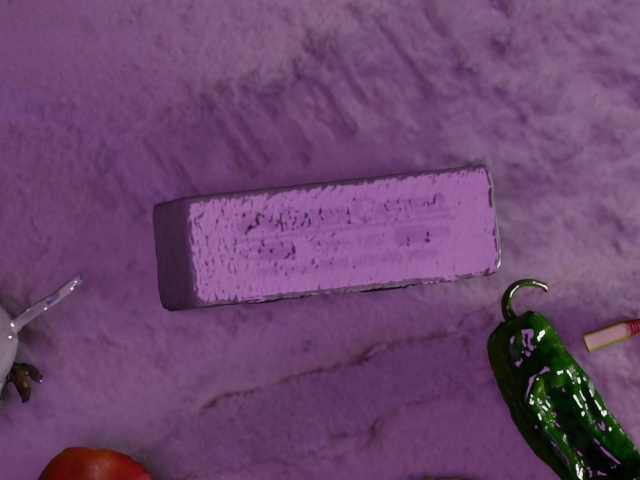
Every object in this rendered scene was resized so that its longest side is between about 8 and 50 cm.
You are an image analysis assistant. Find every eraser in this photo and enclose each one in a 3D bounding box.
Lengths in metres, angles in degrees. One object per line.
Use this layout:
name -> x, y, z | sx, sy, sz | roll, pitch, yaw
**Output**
eraser -> 0.000, 0.000, 1.684 | 0.352, 0.077, 0.111 | -6, 89, 10

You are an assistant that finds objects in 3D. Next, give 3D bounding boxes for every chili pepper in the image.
chili pepper -> 0.235, 0.162, 1.648 | 0.100, 0.074, 0.257 | -35, 89, 10

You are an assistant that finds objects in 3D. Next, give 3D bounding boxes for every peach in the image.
peach -> -0.226, 0.278, 1.709 | 0.151, 0.151, 0.118 | 24, 49, 9

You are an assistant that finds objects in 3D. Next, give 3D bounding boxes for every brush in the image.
brush -> 0.294, 0.085, 1.661 | 0.083, 0.021, 0.019 | -21, 84, 14

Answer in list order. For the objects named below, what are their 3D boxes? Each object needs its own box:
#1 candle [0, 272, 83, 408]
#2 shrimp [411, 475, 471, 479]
candle -> -0.392, 0.109, 1.700 | 0.330, 0.187, 0.187 | -15, 87, 8
shrimp -> 0.174, 0.318, 1.654 | 0.317, 0.077, 0.168 | 5, 87, 13
